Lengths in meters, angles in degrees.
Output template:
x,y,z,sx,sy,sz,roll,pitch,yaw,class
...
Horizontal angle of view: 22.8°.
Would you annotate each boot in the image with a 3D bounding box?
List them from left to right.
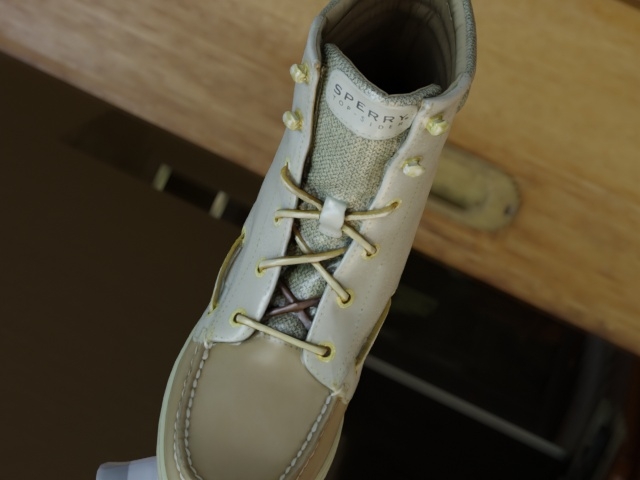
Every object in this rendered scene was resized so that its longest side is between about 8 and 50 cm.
x,y,z,sx,sy,sz,roll,pitch,yaw,class
0.000,0.000,0.630,0.165,0.077,0.213,110,-178,-50,boot

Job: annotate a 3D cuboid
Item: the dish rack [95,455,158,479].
x,y,z,sx,sy,sz,roll,pitch,yaw,class
-0.074,0.281,0.729,0.333,0.072,0.286,-97,-2,-56,dish rack
